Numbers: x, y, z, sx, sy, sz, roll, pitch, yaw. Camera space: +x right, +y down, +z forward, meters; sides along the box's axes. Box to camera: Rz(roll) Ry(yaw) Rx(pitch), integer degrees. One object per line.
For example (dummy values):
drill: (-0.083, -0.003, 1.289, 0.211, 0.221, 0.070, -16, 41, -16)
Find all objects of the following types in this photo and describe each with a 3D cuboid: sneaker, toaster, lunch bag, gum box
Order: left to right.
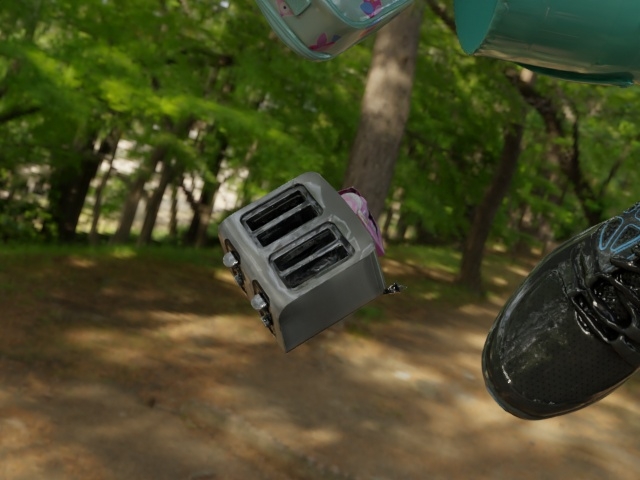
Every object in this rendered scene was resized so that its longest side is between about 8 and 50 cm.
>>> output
lunch bag: (-0.019, -0.357, 1.134, 0.279, 0.108, 0.224, 52, 48, -4)
toaster: (-0.017, 0.024, 1.220, 0.168, 0.185, 0.110, 53, -12, 33)
gum box: (0.000, 0.000, 1.492, 0.107, 0.188, 0.062, 53, 21, -44)
sneaker: (0.265, 0.017, 0.775, 0.125, 0.341, 0.139, 51, 7, 15)

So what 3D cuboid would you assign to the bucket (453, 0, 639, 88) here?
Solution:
bucket: (0.235, -0.284, 0.892, 0.183, 0.281, 0.281, 4, 7, -5)
